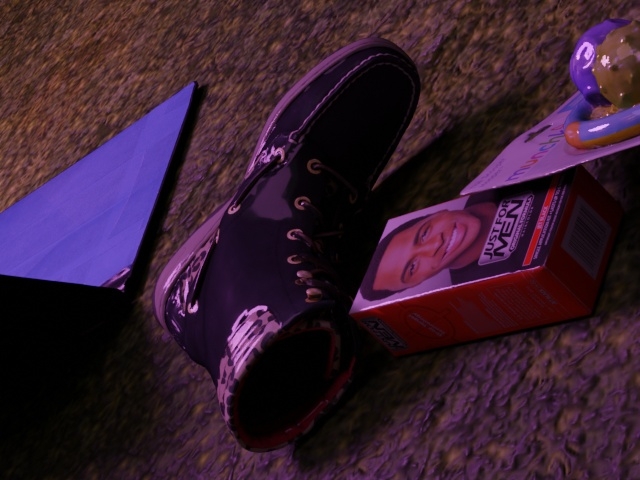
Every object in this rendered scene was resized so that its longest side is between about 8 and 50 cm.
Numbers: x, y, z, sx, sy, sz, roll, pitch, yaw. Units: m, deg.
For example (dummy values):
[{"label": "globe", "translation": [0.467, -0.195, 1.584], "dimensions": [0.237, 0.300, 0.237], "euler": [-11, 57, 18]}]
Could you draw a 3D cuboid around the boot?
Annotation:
[{"label": "boot", "translation": [0.001, 0.002, 0.932], "dimensions": [0.236, 0.085, 0.178], "euler": [-51, 28, 8]}]

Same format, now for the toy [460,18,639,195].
[{"label": "toy", "translation": [0.181, -0.096, 0.777], "dimensions": [0.237, 0.056, 0.137], "euler": [-12, 19, 46]}]

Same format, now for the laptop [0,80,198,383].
[{"label": "laptop", "translation": [-0.342, 0.018, 1.271], "dimensions": [0.382, 0.408, 0.236], "euler": [-30, 65, 33]}]

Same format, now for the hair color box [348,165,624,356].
[{"label": "hair color box", "translation": [0.086, 0.012, 0.831], "dimensions": [0.141, 0.043, 0.072], "euler": [-18, 38, 46]}]
